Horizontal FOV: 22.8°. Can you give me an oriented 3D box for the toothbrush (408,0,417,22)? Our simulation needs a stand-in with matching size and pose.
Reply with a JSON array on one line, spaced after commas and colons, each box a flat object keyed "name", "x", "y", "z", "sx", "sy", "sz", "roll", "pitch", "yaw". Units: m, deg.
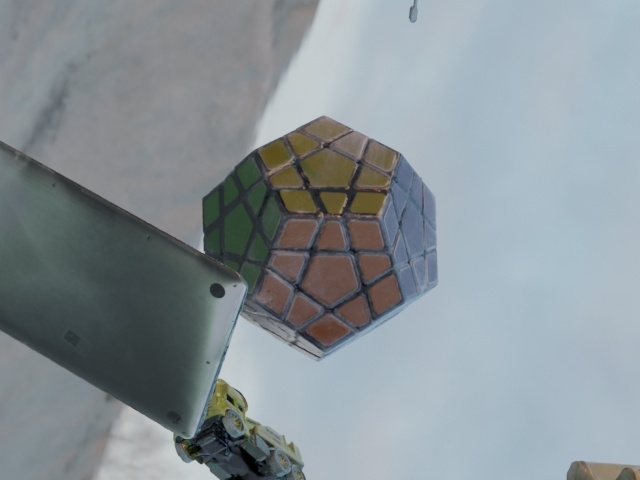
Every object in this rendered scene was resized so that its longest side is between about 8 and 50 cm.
[{"name": "toothbrush", "x": 0.105, "y": -0.295, "z": 1.705, "sx": 0.013, "sy": 0.011, "sz": 0.131, "roll": -123, "pitch": -149, "yaw": -51}]

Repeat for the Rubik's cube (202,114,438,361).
[{"name": "Rubik's cube", "x": 0.000, "y": 0.000, "z": 2.046, "sx": 0.319, "sy": 0.264, "sz": 0.319, "roll": -32, "pitch": 174, "yaw": -4}]

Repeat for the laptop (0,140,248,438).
[{"name": "laptop", "x": -0.195, "y": 0.038, "z": 1.297, "sx": 0.015, "sy": 0.269, "sz": 0.187, "roll": -48, "pitch": 163, "yaw": -51}]

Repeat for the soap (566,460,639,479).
[{"name": "soap", "x": 0.417, "y": 0.390, "z": 1.680, "sx": 0.156, "sy": 0.335, "sz": 0.293, "roll": 2, "pitch": -96, "yaw": 64}]

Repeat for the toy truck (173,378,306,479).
[{"name": "toy truck", "x": -0.097, "y": 0.243, "z": 1.934, "sx": 0.085, "sy": 0.191, "sz": 0.116, "roll": -32, "pitch": -144, "yaw": 18}]
